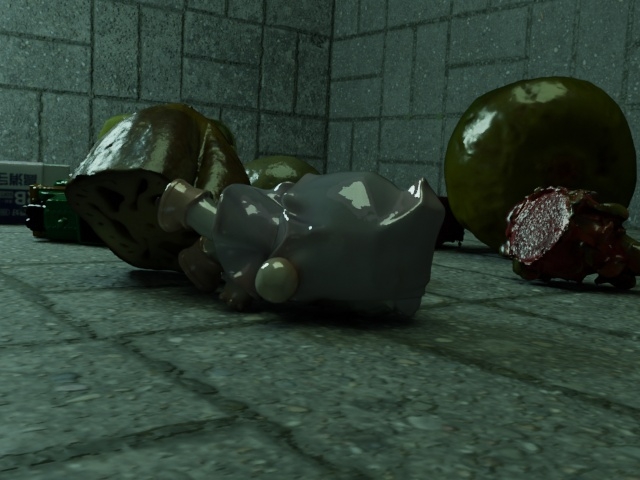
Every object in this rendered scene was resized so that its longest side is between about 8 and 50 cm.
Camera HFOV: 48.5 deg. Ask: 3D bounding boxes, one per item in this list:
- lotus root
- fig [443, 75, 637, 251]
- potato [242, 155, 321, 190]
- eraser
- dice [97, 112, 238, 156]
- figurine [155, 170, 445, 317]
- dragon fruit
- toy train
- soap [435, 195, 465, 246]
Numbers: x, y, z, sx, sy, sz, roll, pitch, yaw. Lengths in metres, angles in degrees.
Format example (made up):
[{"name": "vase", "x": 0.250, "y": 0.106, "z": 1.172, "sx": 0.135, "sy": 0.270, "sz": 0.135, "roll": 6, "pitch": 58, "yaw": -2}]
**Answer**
[{"name": "lotus root", "x": -0.164, "y": -0.076, "z": 0.831, "sx": 0.199, "sy": 0.180, "sz": 0.188, "roll": 4, "pitch": -36, "yaw": 18}, {"name": "fig", "x": 0.381, "y": -0.133, "z": 1.263, "sx": 0.343, "sy": 0.343, "sz": 0.343, "roll": 3, "pitch": 5, "yaw": 0}, {"name": "potato", "x": -0.093, "y": -0.066, "z": 1.234, "sx": 0.235, "sy": 0.160, "sz": 0.178, "roll": -10, "pitch": -36, "yaw": 14}, {"name": "eraser", "x": -0.606, "y": -0.095, "z": 1.399, "sx": 0.210, "sy": 0.124, "sz": 0.068, "roll": 1, "pitch": 5, "yaw": -25}, {"name": "dice", "x": -0.330, "y": -0.147, "z": 1.521, "sx": 0.238, "sy": 0.233, "sz": 0.227, "roll": -1, "pitch": 6, "yaw": -44}, {"name": "figurine", "x": -0.020, "y": -0.001, "z": 0.669, "sx": 0.276, "sy": 0.133, "sz": 0.200, "roll": 4, "pitch": 9, "yaw": 21}, {"name": "dragon fruit", "x": 0.336, "y": 0.001, "z": 0.918, "sx": 0.208, "sy": 0.133, "sz": 0.150, "roll": 18, "pitch": 7, "yaw": 23}, {"name": "toy train", "x": -0.384, "y": -0.041, "z": 1.151, "sx": 0.228, "sy": 0.091, "sz": 0.136, "roll": 3, "pitch": 16, "yaw": 1}, {"name": "soap", "x": 0.157, "y": -0.036, "z": 1.364, "sx": 0.250, "sy": 0.099, "sz": 0.162, "roll": 2, "pitch": -2, "yaw": -15}]
